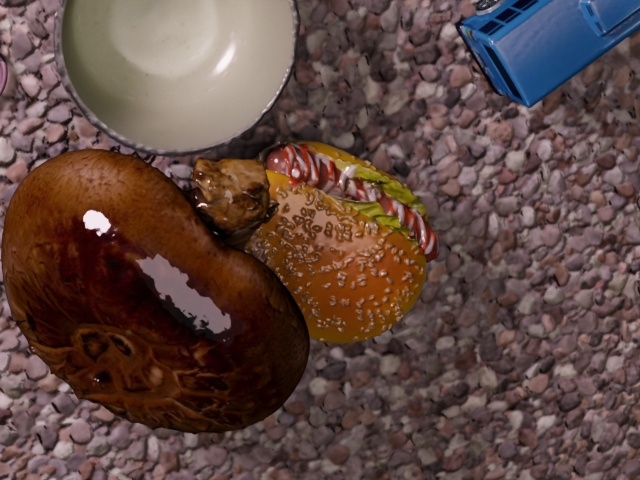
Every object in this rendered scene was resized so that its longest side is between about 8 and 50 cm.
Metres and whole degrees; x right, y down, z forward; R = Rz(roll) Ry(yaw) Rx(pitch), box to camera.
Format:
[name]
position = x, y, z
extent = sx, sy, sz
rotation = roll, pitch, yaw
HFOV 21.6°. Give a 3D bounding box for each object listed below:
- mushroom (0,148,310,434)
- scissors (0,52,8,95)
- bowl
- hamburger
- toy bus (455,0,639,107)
[mushroom]
position = -0.143, 0.047, 1.444
extent = 0.297, 0.163, 0.278
rotation = 37, 127, -10
[scissors]
position = -0.334, -0.092, 1.461
extent = 0.085, 0.022, 0.176
rotation = 16, 100, -23
[bowl]
position = -0.132, -0.184, 1.445
extent = 0.211, 0.112, 0.211
rotation = -5, 108, -16
[hamburger]
position = 0.000, 0.000, 1.548
extent = 0.210, 0.116, 0.173
rotation = 30, 98, -20
[toy bus]
position = 0.232, -0.212, 1.556
extent = 0.185, 0.106, 0.090
rotation = -36, 112, -3
